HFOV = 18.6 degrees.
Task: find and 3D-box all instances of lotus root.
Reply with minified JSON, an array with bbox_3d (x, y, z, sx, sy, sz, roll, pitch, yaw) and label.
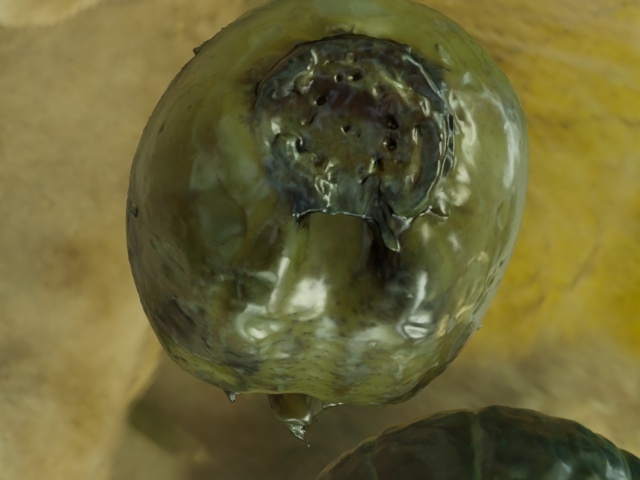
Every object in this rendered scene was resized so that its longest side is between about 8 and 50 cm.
[{"bbox_3d":[0.000,-0.002,0.772,0.154,0.154,0.278,-48,168,-20],"label":"lotus root"}]

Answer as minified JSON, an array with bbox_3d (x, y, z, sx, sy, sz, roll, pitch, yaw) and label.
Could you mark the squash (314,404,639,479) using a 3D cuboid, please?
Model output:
[{"bbox_3d":[0.085,0.208,1.005,0.165,0.252,0.252,-79,-170,-62],"label":"squash"}]
